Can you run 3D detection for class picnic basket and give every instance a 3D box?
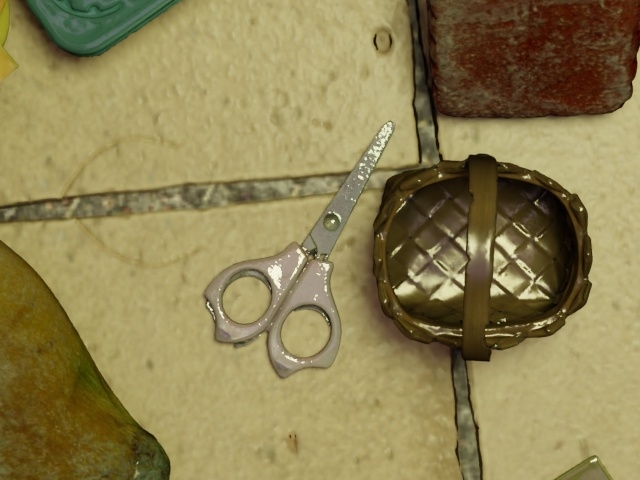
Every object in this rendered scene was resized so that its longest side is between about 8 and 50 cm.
[{"bbox_3d":[0.101,0.009,1.023,0.138,0.178,0.128,-1,92,3],"label":"picnic basket"}]

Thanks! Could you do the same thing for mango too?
[{"bbox_3d":[-0.242,0.094,1.068,0.316,0.146,0.193,38,94,-13],"label":"mango"}]

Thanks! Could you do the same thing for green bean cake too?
[{"bbox_3d":[0.135,-0.139,1.043,0.136,0.135,0.056,-1,55,4],"label":"green bean cake"}]

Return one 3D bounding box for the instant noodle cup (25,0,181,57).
[{"bbox_3d":[-0.144,-0.226,1.082,0.157,0.070,0.179,-34,91,5],"label":"instant noodle cup"}]

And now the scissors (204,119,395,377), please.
[{"bbox_3d":[0.000,0.000,1.112,0.100,0.015,0.189,31,91,0],"label":"scissors"}]

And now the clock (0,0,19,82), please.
[{"bbox_3d":[-0.353,-0.186,0.973,0.244,0.200,0.317,-13,124,35],"label":"clock"}]

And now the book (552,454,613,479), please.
[{"bbox_3d":[0.170,0.269,1.112,0.168,0.013,0.192,-33,90,3],"label":"book"}]
